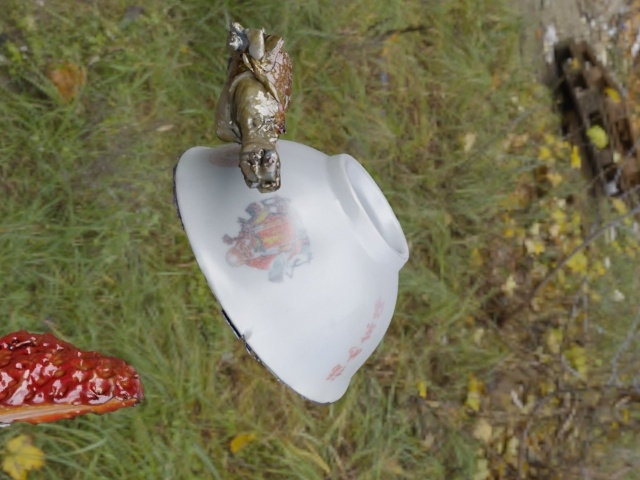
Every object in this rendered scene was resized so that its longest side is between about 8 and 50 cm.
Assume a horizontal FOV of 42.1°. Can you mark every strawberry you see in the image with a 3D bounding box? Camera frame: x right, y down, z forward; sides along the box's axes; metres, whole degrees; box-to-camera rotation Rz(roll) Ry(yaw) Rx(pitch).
[{"bbox_3d":[-0.327,0.157,0.997,0.190,0.237,0.111,49,34,-69],"label":"strawberry"}]

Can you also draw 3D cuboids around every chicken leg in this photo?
[{"bbox_3d":[-0.068,-0.130,0.850,0.125,0.081,0.196,112,-19,-66],"label":"chicken leg"}]

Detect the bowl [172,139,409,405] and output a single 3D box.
[{"bbox_3d":[0.000,0.000,0.957,0.345,0.157,0.345,52,17,-24],"label":"bowl"}]
